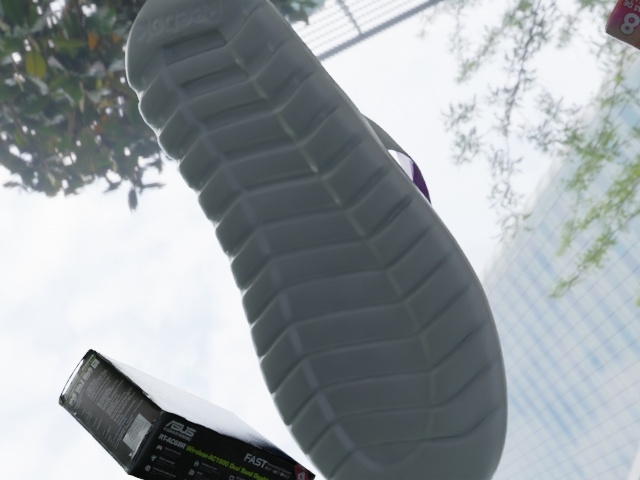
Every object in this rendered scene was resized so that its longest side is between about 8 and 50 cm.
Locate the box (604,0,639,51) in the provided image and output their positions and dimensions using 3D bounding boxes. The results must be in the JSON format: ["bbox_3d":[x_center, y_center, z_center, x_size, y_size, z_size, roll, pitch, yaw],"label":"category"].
[{"bbox_3d":[0.368,-0.145,0.653,0.299,0.154,0.142,30,-69,10],"label":"box"}]

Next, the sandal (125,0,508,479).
[{"bbox_3d":[0.013,-0.006,0.656,0.169,0.102,0.416,-27,-93,24],"label":"sandal"}]

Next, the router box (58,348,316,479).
[{"bbox_3d":[-0.074,0.112,0.525,0.092,0.122,0.038,22,-100,49],"label":"router box"}]
